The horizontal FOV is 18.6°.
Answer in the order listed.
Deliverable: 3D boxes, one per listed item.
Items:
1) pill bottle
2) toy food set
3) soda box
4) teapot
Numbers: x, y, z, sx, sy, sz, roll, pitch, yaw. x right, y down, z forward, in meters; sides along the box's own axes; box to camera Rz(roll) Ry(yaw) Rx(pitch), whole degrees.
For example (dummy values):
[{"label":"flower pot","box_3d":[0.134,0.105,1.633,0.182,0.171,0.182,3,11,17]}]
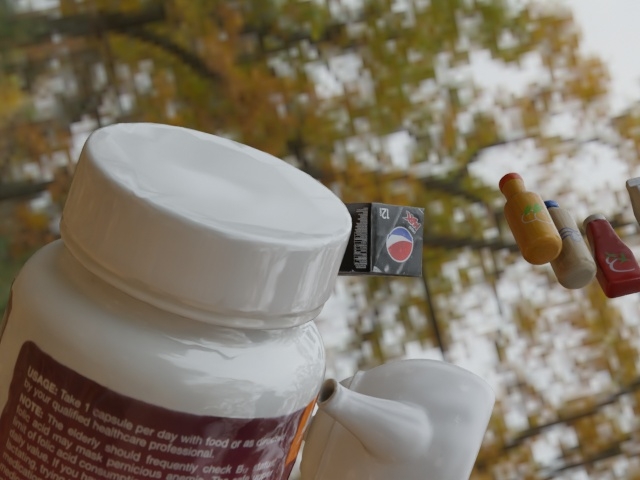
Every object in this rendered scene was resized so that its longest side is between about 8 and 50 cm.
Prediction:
[{"label":"pill bottle","box_3d":[-0.127,0.132,1.364,0.224,0.224,0.392,54,-51,57]},{"label":"toy food set","box_3d":[0.291,-0.023,1.881,0.111,0.232,0.104,83,-9,-45]},{"label":"soda box","box_3d":[0.000,0.000,1.490,0.169,0.060,0.053,1,-93,47]},{"label":"teapot","box_3d":[0.059,0.224,2.015,0.252,0.187,0.256,-59,167,-64]}]
